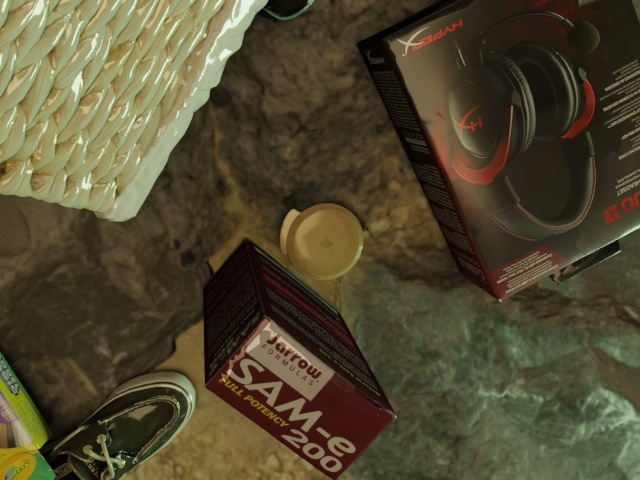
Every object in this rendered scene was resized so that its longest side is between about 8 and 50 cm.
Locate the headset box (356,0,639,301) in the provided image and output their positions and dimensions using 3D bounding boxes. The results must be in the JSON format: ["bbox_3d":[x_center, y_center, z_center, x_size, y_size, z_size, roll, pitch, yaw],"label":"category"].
[{"bbox_3d":[0.199,-0.101,0.722,0.218,0.110,0.293,-27,105,-3],"label":"headset box"}]

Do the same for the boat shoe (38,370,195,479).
[{"bbox_3d":[-0.215,0.210,0.747,0.219,0.070,0.077,-35,106,0],"label":"boat shoe"}]

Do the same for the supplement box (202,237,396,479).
[{"bbox_3d":[-0.031,0.088,0.661,0.130,0.239,0.073,40,94,-15],"label":"supplement box"}]

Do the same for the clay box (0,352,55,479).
[{"bbox_3d":[-0.347,0.150,0.704,0.127,0.053,0.222,-31,96,-1],"label":"clay box"}]

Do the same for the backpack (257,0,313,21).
[{"bbox_3d":[-0.025,-0.296,0.618,0.166,0.144,0.188,37,114,-10],"label":"backpack"}]

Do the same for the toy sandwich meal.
[{"bbox_3d":[0.000,0.000,0.757,0.086,0.029,0.085,-3,103,-13],"label":"toy sandwich meal"}]

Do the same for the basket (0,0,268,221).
[{"bbox_3d":[-0.218,-0.235,0.471,0.328,0.266,0.331,37,101,19],"label":"basket"}]
